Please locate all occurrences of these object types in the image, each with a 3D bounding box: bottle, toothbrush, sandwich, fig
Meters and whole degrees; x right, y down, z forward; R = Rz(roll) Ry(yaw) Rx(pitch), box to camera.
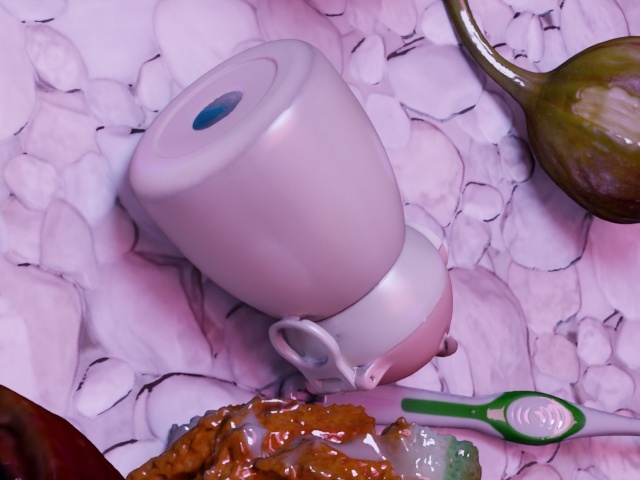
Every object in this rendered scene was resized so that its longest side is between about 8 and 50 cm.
[{"bbox_3d":[0.000,0.000,1.014,0.236,0.147,0.147,52,55,-26],"label":"bottle"},{"bbox_3d":[0.148,0.130,1.157,0.418,0.040,0.042,10,77,-35],"label":"toothbrush"},{"bbox_3d":[-0.005,0.143,0.952,0.160,0.185,0.109,43,51,-26],"label":"sandwich"},{"bbox_3d":[0.188,-0.116,1.203,0.245,0.149,0.149,29,62,-2],"label":"fig"}]

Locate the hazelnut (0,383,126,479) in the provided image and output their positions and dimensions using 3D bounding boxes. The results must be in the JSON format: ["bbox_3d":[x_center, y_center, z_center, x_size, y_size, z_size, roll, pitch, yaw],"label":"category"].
[{"bbox_3d":[-0.185,0.161,0.834,0.204,0.178,0.178,7,76,-41],"label":"hazelnut"}]
